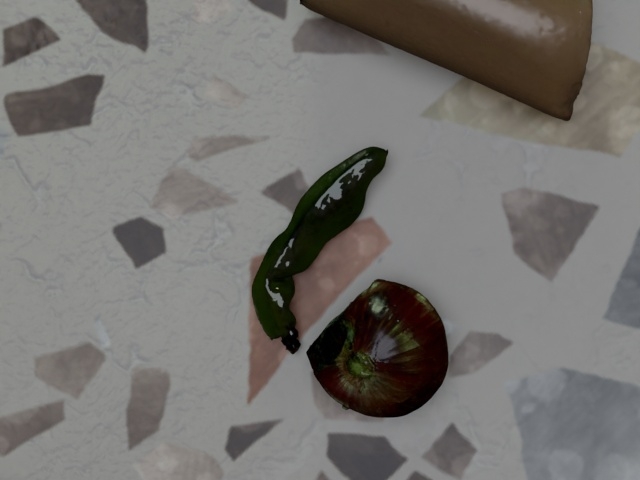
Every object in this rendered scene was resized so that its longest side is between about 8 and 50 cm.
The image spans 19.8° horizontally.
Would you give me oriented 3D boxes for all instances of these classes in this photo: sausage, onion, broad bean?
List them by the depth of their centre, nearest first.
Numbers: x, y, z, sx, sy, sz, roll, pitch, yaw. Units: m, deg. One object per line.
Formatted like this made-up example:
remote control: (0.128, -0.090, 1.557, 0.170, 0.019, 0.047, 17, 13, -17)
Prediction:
sausage: (0.116, -0.203, 1.537, 0.253, 0.123, 0.123, 24, 91, 3)
onion: (0.054, 0.095, 1.548, 0.118, 0.118, 0.117, 38, 125, 5)
broad bean: (-0.008, -0.001, 1.581, 0.061, 0.046, 0.195, 24, 96, -6)
